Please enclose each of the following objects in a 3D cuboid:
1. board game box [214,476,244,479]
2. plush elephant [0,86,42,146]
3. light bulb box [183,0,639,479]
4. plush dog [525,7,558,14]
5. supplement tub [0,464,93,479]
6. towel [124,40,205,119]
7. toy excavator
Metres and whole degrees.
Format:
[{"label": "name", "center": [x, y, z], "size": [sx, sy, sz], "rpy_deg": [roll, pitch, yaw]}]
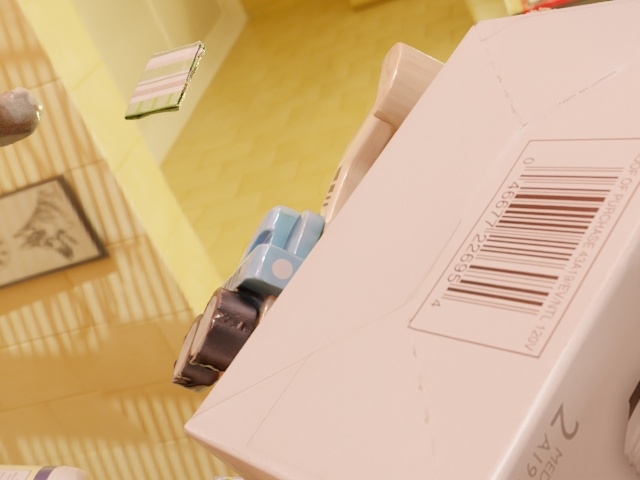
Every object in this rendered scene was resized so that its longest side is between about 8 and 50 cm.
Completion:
[{"label": "board game box", "center": [-0.090, 0.409, 1.356], "size": [0.103, 0.154, 0.026], "rpy_deg": [-97, 12, -67]}, {"label": "plush elephant", "center": [-0.524, -0.196, 0.936], "size": [0.255, 0.271, 0.330], "rpy_deg": [68, -164, 6]}, {"label": "light bulb box", "center": [0.180, 0.097, 0.571], "size": [0.361, 0.225, 0.358], "rpy_deg": [48, -112, -31]}, {"label": "plush dog", "center": [0.379, -0.170, 1.143], "size": [0.262, 0.210, 0.225], "rpy_deg": [22, -102, -36]}, {"label": "supplement tub", "center": [-0.410, 0.351, 0.912], "size": [0.235, 0.324, 0.236], "rpy_deg": [-177, 90, -86]}, {"label": "towel", "center": [-0.255, -0.260, 1.448], "size": [0.023, 0.113, 0.152], "rpy_deg": [53, -140, -42]}, {"label": "toy excavator", "center": [0.000, 0.000, 1.192], "size": [0.433, 0.222, 0.445], "rpy_deg": [137, 154, -63]}]
